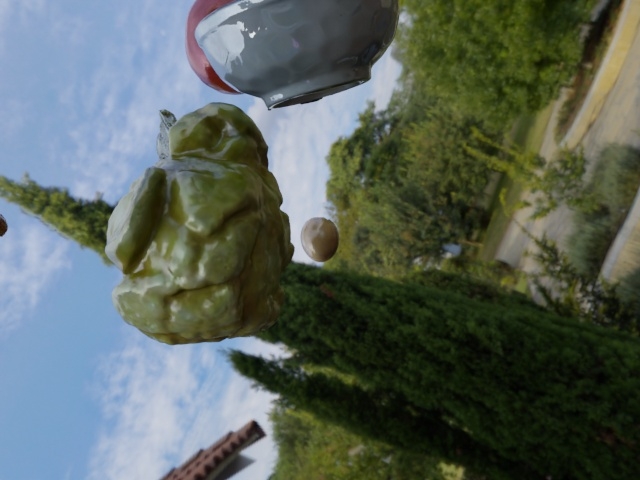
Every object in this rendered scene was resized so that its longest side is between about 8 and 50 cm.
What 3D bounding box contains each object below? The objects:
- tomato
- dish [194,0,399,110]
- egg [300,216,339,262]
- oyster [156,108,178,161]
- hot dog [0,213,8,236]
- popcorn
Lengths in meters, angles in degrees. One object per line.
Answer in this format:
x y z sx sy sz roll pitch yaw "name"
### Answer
-0.151 -0.360 1.079 0.136 0.195 0.195 -26 -45 -84 "tomato"
-0.018 -0.249 0.789 0.303 0.303 0.120 -40 -65 -71 "dish"
0.000 0.000 1.214 0.080 0.080 0.096 94 162 -57 "egg"
-0.319 -0.196 1.335 0.064 0.125 0.177 -41 -36 -48 "oyster"
-0.534 -0.045 0.897 0.038 0.062 0.144 -59 -30 -5 "hot dog"
-0.158 -0.009 0.887 0.292 0.293 0.334 -52 28 28 "popcorn"
